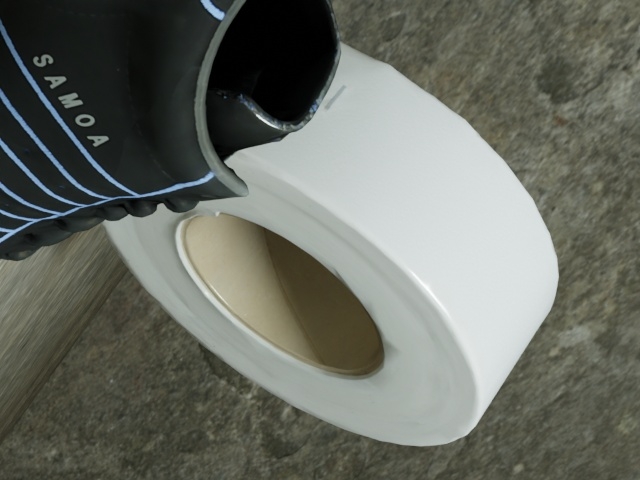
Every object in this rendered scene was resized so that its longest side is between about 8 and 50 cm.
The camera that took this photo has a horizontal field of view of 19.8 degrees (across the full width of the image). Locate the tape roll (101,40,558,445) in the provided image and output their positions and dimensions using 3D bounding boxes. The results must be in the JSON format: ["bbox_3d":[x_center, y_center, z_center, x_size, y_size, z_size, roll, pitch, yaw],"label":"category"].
[{"bbox_3d":[0.000,0.000,1.131,0.100,0.286,0.286,-53,-178,-26],"label":"tape roll"}]

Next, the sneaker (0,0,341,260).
[{"bbox_3d":[-0.055,-0.032,0.419,0.081,0.090,0.232,-55,-177,-40],"label":"sneaker"}]
